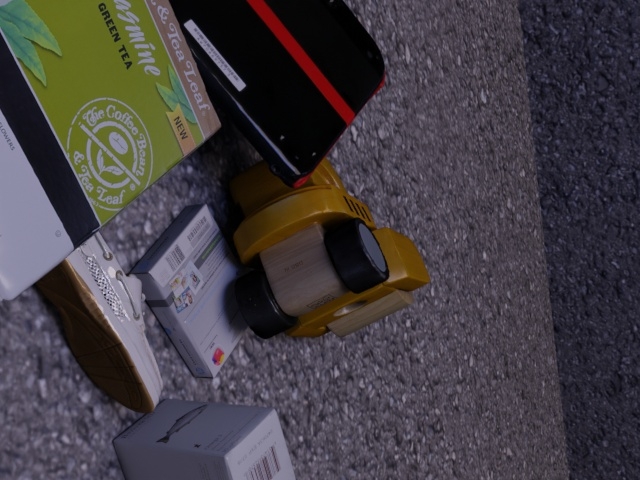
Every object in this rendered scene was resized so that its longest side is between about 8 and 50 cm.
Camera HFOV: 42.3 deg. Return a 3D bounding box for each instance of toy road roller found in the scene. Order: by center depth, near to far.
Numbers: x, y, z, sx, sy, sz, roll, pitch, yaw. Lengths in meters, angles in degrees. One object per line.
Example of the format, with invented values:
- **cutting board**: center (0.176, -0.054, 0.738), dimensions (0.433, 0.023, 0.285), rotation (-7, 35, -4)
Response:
- **toy road roller**: center (0.000, 0.000, 1.209), dimensions (0.329, 0.202, 0.241), rotation (23, 42, -65)

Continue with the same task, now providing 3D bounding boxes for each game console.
- **game console**: center (-0.086, -0.296, 1.120), dimensions (0.386, 0.060, 0.342), rotation (49, 45, -13)

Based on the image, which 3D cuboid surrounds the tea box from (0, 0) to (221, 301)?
- **tea box**: center (-0.310, -0.164, 0.734), dimensions (0.323, 0.220, 0.329), rotation (-52, 129, -46)

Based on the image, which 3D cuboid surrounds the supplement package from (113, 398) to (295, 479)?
- **supplement package**: center (-0.139, 0.265, 0.994), dimensions (0.105, 0.179, 0.105), rotation (-37, 118, -52)

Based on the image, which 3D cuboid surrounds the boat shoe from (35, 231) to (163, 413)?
- **boat shoe**: center (-0.239, 0.069, 0.934), dimensions (0.096, 0.098, 0.277), rotation (-49, 125, -46)

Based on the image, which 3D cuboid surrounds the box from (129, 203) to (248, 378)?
- **box**: center (-0.160, 0.068, 1.108), dimensions (0.145, 0.038, 0.186), rotation (-58, 132, -42)
